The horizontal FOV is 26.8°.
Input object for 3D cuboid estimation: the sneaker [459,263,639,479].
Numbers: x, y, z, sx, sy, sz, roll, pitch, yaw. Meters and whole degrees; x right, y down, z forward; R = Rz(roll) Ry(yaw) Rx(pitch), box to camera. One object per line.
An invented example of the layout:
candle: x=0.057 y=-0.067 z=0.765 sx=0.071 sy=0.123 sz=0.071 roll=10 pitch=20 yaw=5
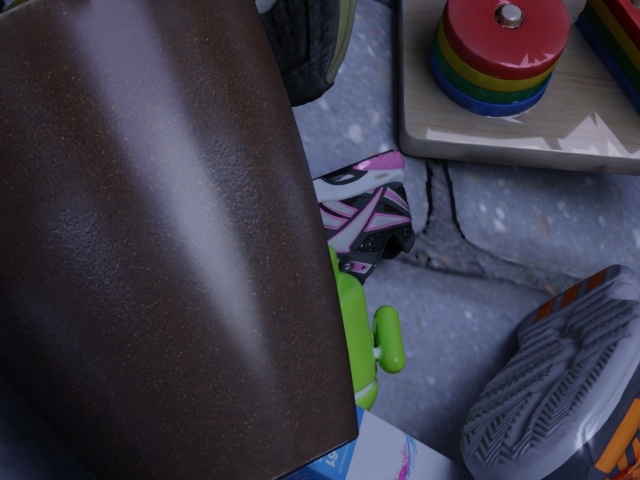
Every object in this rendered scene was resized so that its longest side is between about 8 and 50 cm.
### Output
sneaker: x=0.196 y=0.131 z=0.829 sx=0.180 sy=0.124 sz=0.321 roll=57 pitch=24 yaw=-1

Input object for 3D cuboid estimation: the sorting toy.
sorting toy: x=0.191 y=-0.183 z=0.994 sx=0.257 sy=0.089 sz=0.256 roll=5 pitch=62 yaw=-7

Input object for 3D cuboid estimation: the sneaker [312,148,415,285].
sneaker: x=0.000 y=0.000 z=0.841 sx=0.178 sy=0.072 sz=0.077 roll=-22 pitch=92 yaw=-36

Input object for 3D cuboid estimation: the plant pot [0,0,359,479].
plant pot: x=-0.079 y=0.018 z=0.664 sx=0.215 sy=0.215 sz=0.230 roll=-21 pitch=79 yaw=-42

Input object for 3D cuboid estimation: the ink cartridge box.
ink cartridge box: x=0.020 y=0.143 z=0.763 sx=0.122 sy=0.088 sz=0.052 roll=31 pitch=51 yaw=-21

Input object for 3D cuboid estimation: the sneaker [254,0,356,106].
sneaker: x=-0.013 y=-0.281 z=0.936 sx=0.182 sy=0.158 sz=0.410 roll=11 pitch=64 yaw=-47

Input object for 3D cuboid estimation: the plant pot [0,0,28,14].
plant pot: x=-0.135 y=-0.110 z=0.782 sx=0.081 sy=0.083 sz=0.081 roll=-10 pitch=73 yaw=-39

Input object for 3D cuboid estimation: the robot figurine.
robot figurine: x=-0.003 y=0.063 z=0.787 sx=0.067 sy=0.101 sz=0.115 roll=-86 pitch=167 yaw=-70
